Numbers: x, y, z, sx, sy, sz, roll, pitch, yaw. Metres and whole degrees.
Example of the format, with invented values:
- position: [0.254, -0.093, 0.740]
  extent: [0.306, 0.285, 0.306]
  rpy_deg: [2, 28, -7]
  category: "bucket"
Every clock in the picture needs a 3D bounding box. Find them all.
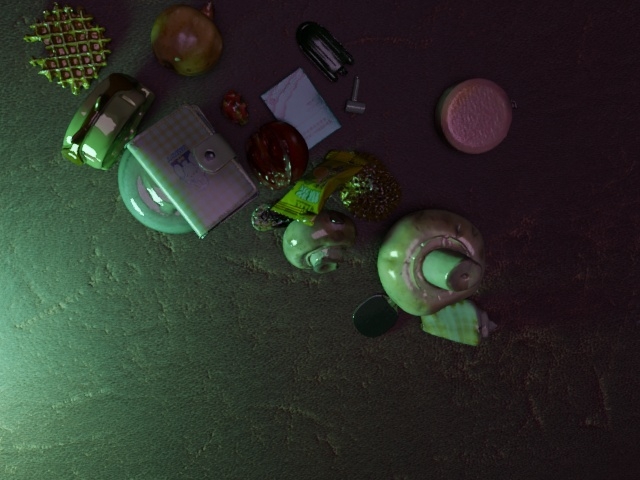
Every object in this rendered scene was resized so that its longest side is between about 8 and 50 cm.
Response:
- position: [-0.594, -0.325, 1.651]
  extent: [0.117, 0.348, 0.286]
  rpy_deg: [34, 95, -12]
  category: "clock"

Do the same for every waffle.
- position: [-0.738, -0.570, 1.739]
  extent: [0.229, 0.051, 0.231]
  rpy_deg: [38, 93, -12]
  category: "waffle"

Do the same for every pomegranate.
- position: [-0.388, -0.580, 1.718]
  extent: [0.207, 0.207, 0.206]
  rpy_deg: [-1, 101, -7]
  category: "pomegranate"

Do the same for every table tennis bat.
- position: [0.223, 0.233, 2.035]
  extent: [0.246, 0.022, 0.138]
  rpy_deg: [-41, 103, 2]
  category: "table tennis bat"

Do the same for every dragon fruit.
- position: [-0.259, -0.403, 1.815]
  extent: [0.081, 0.086, 0.116]
  rpy_deg: [-33, 93, 5]
  category: "dragon fruit"

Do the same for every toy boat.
- position: [0.011, -0.591, 1.836]
  extent: [0.210, 0.052, 0.104]
  rpy_deg: [43, 95, -12]
  category: "toy boat"

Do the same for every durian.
- position: [0.161, -0.161, 1.900]
  extent: [0.183, 0.138, 0.249]
  rpy_deg: [-42, 109, -7]
  category: "durian"

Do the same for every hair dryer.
- position: [0.116, -0.468, 1.885]
  extent: [0.063, 0.038, 0.124]
  rpy_deg: [8, 92, -11]
  category: "hair dryer"

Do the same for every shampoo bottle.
- position: [-0.423, -0.177, 1.719]
  extent: [0.323, 0.317, 0.322]
  rpy_deg: [-2, 103, -7]
  category: "shampoo bottle"

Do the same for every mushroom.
- position: [0.000, 0.000, 1.849]
  extent: [0.255, 0.255, 0.184]
  rpy_deg: [-6, 68, -7]
  category: "mushroom"
- position: [0.367, 0.090, 1.896]
  extent: [0.354, 0.353, 0.325]
  rpy_deg: [16, 124, -10]
  category: "mushroom"

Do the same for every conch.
- position: [0.480, 0.289, 2.025]
  extent: [0.255, 0.127, 0.158]
  rpy_deg: [-5, 102, -6]
  category: "conch"

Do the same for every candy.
- position: [0.501, -0.403, 1.914]
  extent: [0.256, 0.094, 0.255]
  rpy_deg: [-1, 101, -7]
  category: "candy"
- position: [-0.001, -0.173, 1.809]
  extent: [0.297, 0.187, 0.081]
  rpy_deg: [-50, 135, -19]
  category: "candy"

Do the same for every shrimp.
- position: [-0.143, -0.078, 1.920]
  extent: [0.161, 0.034, 0.091]
  rpy_deg: [-4, 100, -6]
  category: "shrimp"

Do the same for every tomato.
- position: [-0.115, -0.267, 1.815]
  extent: [0.140, 0.233, 0.200]
  rpy_deg: [-27, 98, -32]
  category: "tomato"

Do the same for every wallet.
- position: [-0.327, -0.186, 1.552]
  extent: [0.223, 0.077, 0.309]
  rpy_deg: [-38, 95, -6]
  category: "wallet"

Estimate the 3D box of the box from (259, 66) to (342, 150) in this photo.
- position: [-0.061, -0.407, 1.864]
  extent: [0.161, 0.042, 0.226]
  rpy_deg: [-36, 103, 0]
  category: "box"
